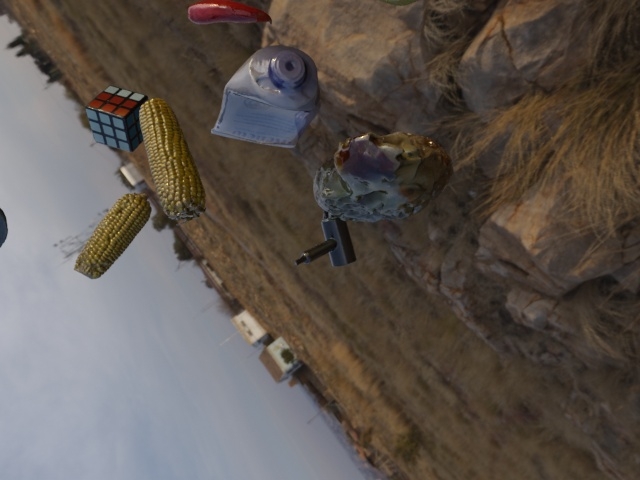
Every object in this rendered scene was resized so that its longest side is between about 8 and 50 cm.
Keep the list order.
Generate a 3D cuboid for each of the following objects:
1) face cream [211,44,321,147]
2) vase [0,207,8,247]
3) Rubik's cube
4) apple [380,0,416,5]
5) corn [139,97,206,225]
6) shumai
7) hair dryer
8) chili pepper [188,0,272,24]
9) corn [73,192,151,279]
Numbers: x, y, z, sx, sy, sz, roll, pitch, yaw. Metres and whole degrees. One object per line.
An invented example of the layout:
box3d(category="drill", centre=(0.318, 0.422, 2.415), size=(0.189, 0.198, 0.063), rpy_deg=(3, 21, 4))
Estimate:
box3d(category="face cream", centre=(-0.123, -0.314, 1.093), size=(0.420, 0.235, 0.137), rpy_deg=(154, 120, -70))
box3d(category="vase", centre=(-1.071, -0.109, 1.361), size=(0.291, 0.245, 0.245), rpy_deg=(50, 169, 40))
box3d(category="Rubik's cube", centre=(-0.736, -0.449, 1.701), size=(0.163, 0.160, 0.162), rpy_deg=(16, 140, 7))
box3d(category="apple", centre=(0.213, -0.767, 1.210), size=(0.262, 0.262, 0.262), rpy_deg=(50, 168, 15))
box3d(category="corn", centre=(-0.353, -0.190, 1.090), size=(0.106, 0.106, 0.305), rpy_deg=(105, 145, -75))
box3d(category="shumai", centre=(0.134, -0.135, 1.060), size=(0.283, 0.346, 0.217), rpy_deg=(-49, -48, -75))
box3d(category="hair dryer", centre=(0.000, 0.000, 1.309), size=(0.078, 0.248, 0.195), rpy_deg=(-9, 102, 37))
box3d(category="chili pepper", centre=(-0.386, -0.883, 1.815), size=(0.368, 0.092, 0.137), rpy_deg=(11, 180, 14))
box3d(category="corn", centre=(-0.695, -0.025, 1.571), size=(0.130, 0.347, 0.130), rpy_deg=(23, 157, 10))
